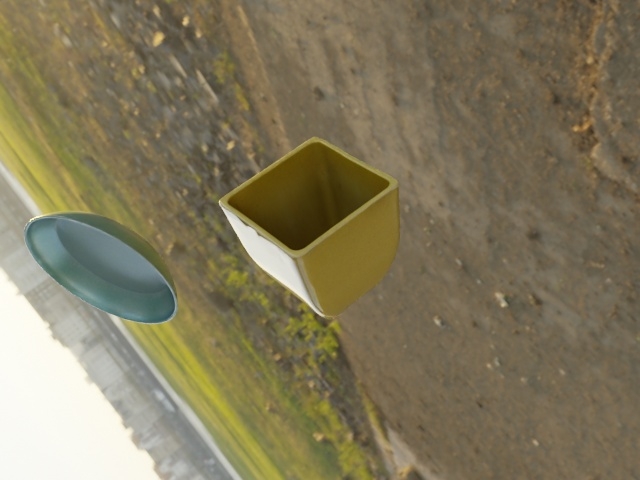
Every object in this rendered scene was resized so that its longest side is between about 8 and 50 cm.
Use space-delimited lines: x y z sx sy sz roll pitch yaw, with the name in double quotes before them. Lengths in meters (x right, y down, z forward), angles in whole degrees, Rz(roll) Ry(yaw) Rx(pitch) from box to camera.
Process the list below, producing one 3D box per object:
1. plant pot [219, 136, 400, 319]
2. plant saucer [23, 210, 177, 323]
"plant pot" 0.000 0.000 0.506 0.081 0.081 0.083 35 152 41
"plant saucer" -0.150 0.016 0.568 0.119 0.021 0.119 18 145 13
